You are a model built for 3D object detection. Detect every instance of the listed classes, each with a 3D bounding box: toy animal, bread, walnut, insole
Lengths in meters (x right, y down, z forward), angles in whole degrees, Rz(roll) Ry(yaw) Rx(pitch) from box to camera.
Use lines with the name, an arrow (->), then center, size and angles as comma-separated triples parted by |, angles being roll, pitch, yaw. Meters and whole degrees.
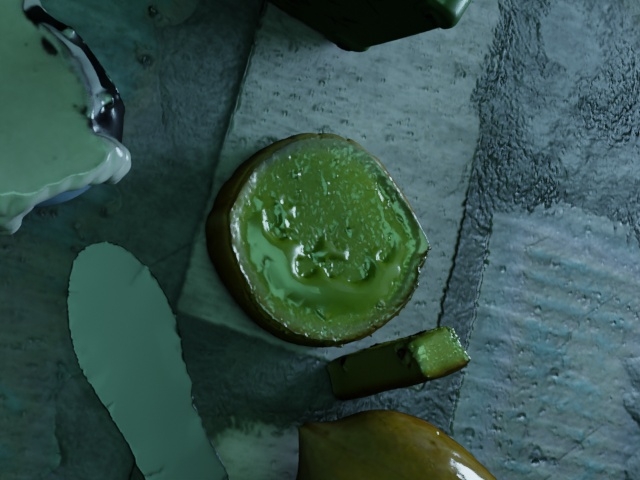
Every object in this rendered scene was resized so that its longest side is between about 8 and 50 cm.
toy animal -> -0.285, -0.106, 1.112 | 0.204, 0.156, 0.208 | -29, 79, -22
bread -> 0.084, 0.119, 1.214 | 0.088, 0.226, 0.049 | -16, 85, -24
walnut -> 0.089, 0.278, 1.215 | 0.298, 0.203, 0.203 | 48, 67, -9
insole -> -0.166, 0.153, 1.213 | 0.109, 0.007, 0.322 | -25, 95, -24
bread -> 0.000, 0.000, 1.275 | 0.236, 0.070, 0.236 | 4, 81, -24

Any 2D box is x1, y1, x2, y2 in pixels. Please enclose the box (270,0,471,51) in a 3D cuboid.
box -> 0.035, -0.310, 1.202 | 0.252, 0.328, 0.178 | 27, 85, -18
